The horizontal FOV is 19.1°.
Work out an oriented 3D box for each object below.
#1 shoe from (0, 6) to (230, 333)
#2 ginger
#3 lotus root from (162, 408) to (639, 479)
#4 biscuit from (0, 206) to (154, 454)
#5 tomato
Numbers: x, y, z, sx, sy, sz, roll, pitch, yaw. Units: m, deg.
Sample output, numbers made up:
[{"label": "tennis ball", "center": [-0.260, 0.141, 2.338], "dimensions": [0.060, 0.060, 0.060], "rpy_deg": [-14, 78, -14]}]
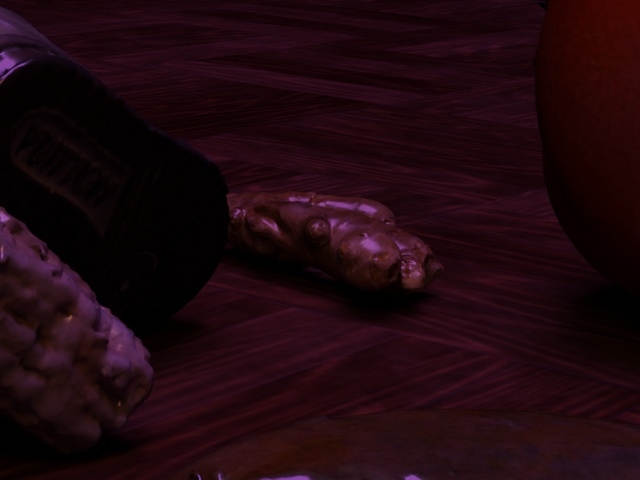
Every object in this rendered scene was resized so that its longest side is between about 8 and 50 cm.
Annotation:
[{"label": "shoe", "center": [-0.154, -0.052, 1.010], "dimensions": [0.149, 0.109, 0.293], "rpy_deg": [37, -7, 24]}, {"label": "ginger", "center": [0.000, 0.000, 1.233], "dimensions": [0.176, 0.052, 0.193], "rpy_deg": [7, 6, 18]}, {"label": "lotus root", "center": [0.038, 0.116, 0.581], "dimensions": [0.241, 0.124, 0.123], "rpy_deg": [0, 13, -18]}, {"label": "biscuit", "center": [-0.253, -0.005, 0.996], "dimensions": [0.426, 0.078, 0.144], "rpy_deg": [22, -18, 47]}, {"label": "tomato", "center": [0.281, -0.089, 1.102], "dimensions": [0.322, 0.321, 0.321], "rpy_deg": [2, 13, 0]}]
